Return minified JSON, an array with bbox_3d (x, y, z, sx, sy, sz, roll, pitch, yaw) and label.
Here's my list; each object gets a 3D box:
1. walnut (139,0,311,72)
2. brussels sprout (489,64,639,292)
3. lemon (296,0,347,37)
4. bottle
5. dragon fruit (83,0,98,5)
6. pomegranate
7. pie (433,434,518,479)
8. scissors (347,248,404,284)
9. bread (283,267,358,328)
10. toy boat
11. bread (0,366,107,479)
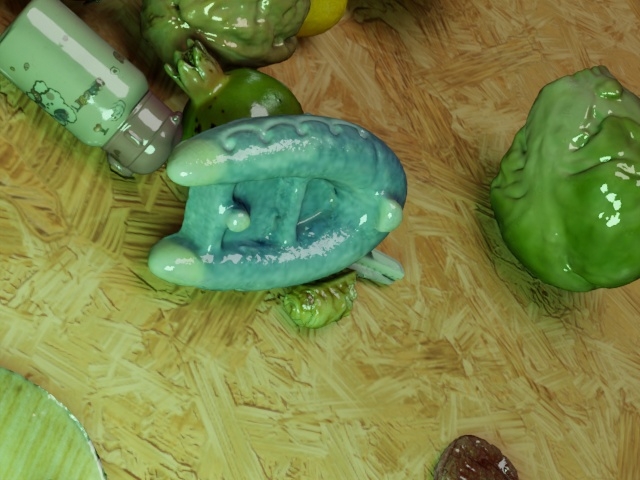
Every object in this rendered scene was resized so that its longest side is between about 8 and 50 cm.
[{"bbox_3d":[-0.115,-0.293,1.996,0.245,0.198,0.198,-15,71,-57],"label":"walnut"},{"bbox_3d":[0.365,-0.071,2.206,0.242,0.274,0.316,-7,57,-20],"label":"brussels sprout"},{"bbox_3d":[-0.030,-0.330,2.162,0.155,0.114,0.114,-6,64,-45],"label":"lemon"},{"bbox_3d":[-0.261,-0.171,1.829,0.233,0.110,0.110,42,40,-11],"label":"bottle"},{"bbox_3d":[-0.270,-0.395,1.872,0.241,0.241,0.252,44,78,-6],"label":"dragon fruit"},{"bbox_3d":[-0.106,-0.148,1.903,0.205,0.159,0.159,54,35,-27],"label":"pomegranate"},{"bbox_3d":[0.193,0.308,1.927,0.153,0.038,0.153,27,42,-27],"label":"pie"},{"bbox_3d":[0.000,0.000,1.994,0.242,0.030,0.118,22,47,-24],"label":"scissors"},{"bbox_3d":[0.004,0.070,1.921,0.066,0.060,0.110,46,36,20],"label":"bread"},{"bbox_3d":[-0.033,-0.032,1.822,0.330,0.215,0.123,-4,29,-38],"label":"toy boat"},{"bbox_3d":[-0.316,0.236,1.508,0.267,0.040,0.267,24,48,-29],"label":"bread"}]
